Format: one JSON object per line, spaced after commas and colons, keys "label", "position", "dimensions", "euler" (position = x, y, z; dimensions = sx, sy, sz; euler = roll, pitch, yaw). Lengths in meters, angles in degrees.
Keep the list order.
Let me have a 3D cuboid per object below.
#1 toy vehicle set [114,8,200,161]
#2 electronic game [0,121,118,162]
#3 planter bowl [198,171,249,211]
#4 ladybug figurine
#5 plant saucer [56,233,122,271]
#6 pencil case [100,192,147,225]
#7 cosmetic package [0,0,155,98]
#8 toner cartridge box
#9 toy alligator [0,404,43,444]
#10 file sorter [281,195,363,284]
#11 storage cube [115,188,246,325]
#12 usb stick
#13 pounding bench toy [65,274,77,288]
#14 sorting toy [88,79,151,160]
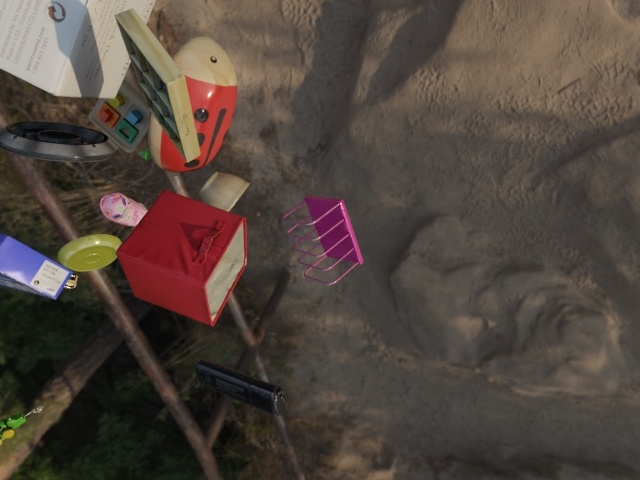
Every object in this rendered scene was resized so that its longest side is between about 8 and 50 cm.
{"label": "toy vehicle set", "position": [-0.305, -0.284, 0.912], "dimensions": [0.166, 0.035, 0.267], "euler": [52, 162, 11]}
{"label": "electronic game", "position": [-0.550, -0.206, 0.993], "dimensions": [0.230, 0.229, 0.048], "euler": [16, 112, 7]}
{"label": "planter bowl", "position": [-0.318, -0.151, 1.504], "dimensions": [0.109, 0.162, 0.162], "euler": [37, 132, -10]}
{"label": "ladybug figurine", "position": [-0.381, -0.390, 1.458], "dimensions": [0.162, 0.305, 0.449], "euler": [31, 119, 10]}
{"label": "plant saucer", "position": [-0.907, 0.059, 1.865], "dimensions": [0.241, 0.241, 0.037], "euler": [-51, 58, 43]}
{"label": "pencil case", "position": [-0.849, -0.130, 2.054], "dimensions": [0.124, 0.124, 0.284], "euler": [24, 173, -1]}
{"label": "cosmetic package", "position": [-0.614, -0.541, 1.052], "dimensions": [0.328, 0.393, 0.329], "euler": [25, 101, -13]}
{"label": "toner cartridge box", "position": [-0.751, 0.050, 1.100], "dimensions": [0.348, 0.075, 0.165], "euler": [4, 149, 36]}
{"label": "toy alligator", "position": [-0.897, 0.527, 1.349], "dimensions": [0.056, 0.190, 0.051], "euler": [36, 160, 50]}
{"label": "file sorter", "position": [0.000, 0.000, 1.842], "dimensions": [0.202, 0.182, 0.290], "euler": [12, 132, 46]}
{"label": "storage cube", "position": [-0.282, 0.036, 1.003], "dimensions": [0.193, 0.183, 0.214], "euler": [19, 145, 7]}
{"label": "usb stick", "position": [-0.199, 0.354, 1.145], "dimensions": [0.278, 0.045, 0.077], "euler": [7, 113, 35]}
{"label": "pounding bench toy", "position": [-1.062, 0.172, 1.964], "dimensions": [0.083, 0.052, 0.065], "euler": [-16, 153, 37]}
{"label": "sorting toy", "position": [-0.653, -0.409, 1.543], "dimensions": [0.348, 0.047, 0.196], "euler": [42, 117, -12]}
